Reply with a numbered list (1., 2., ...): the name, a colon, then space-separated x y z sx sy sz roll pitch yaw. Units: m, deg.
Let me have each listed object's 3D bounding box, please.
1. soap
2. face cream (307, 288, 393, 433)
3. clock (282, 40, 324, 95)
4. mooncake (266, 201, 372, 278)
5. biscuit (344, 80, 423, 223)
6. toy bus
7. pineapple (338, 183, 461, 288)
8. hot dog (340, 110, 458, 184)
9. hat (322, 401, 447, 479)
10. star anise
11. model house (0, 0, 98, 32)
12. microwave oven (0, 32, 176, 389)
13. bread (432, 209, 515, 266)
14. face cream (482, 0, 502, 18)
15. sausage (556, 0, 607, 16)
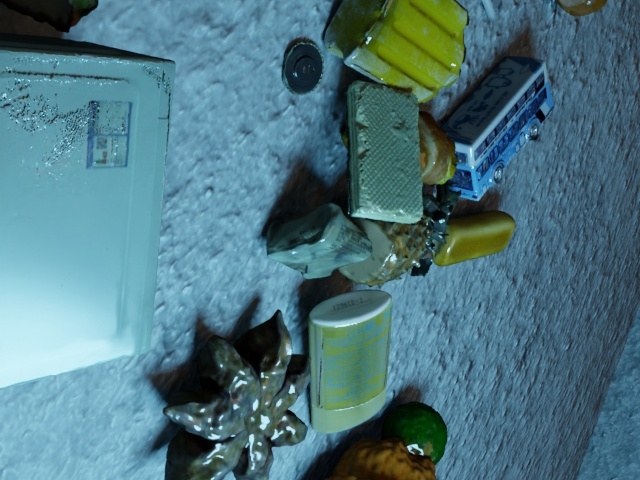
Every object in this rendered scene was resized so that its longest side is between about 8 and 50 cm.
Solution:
1. soap: 0.132 -0.305 1.186 0.257 0.080 0.160 14 113 -54
2. face cream: 0.047 0.206 1.300 0.139 0.067 0.285 -13 132 -14
3. clock: -0.022 -0.239 1.106 0.083 0.010 0.074 -8 112 -49
4. mooncake: 0.000 0.000 1.157 0.125 0.129 0.073 34 47 -51
5. biscuit: 0.094 -0.127 1.153 0.121 0.040 0.200 7 75 -34
6. toy bus: 0.321 -0.211 1.469 0.297 0.106 0.131 -47 135 -29
7. pineapple: 0.140 -0.013 1.321 0.310 0.141 0.170 -21 113 -53
8. hot dog: 0.153 -0.152 1.270 0.261 0.093 0.123 -5 69 -47
9. hat: 0.119 0.449 1.435 0.285 0.285 0.400 60 41 -46
10. star anise: -0.120 0.257 1.140 0.315 0.108 0.316 -28 124 -50
11. model house: -0.227 -0.315 0.704 0.172 0.166 0.183 -48 150 -30
12. microwave oven: -0.281 -0.039 0.741 0.237 0.181 0.295 -9 113 -47
13. bread: 0.290 -0.010 1.548 0.239 0.074 0.093 -9 130 -47
14. face cream: 0.300 -0.433 1.403 0.040 0.021 0.083 -58 142 -14
15. sausage: 0.505 -0.556 1.515 0.133 0.133 0.258 -42 134 -31
